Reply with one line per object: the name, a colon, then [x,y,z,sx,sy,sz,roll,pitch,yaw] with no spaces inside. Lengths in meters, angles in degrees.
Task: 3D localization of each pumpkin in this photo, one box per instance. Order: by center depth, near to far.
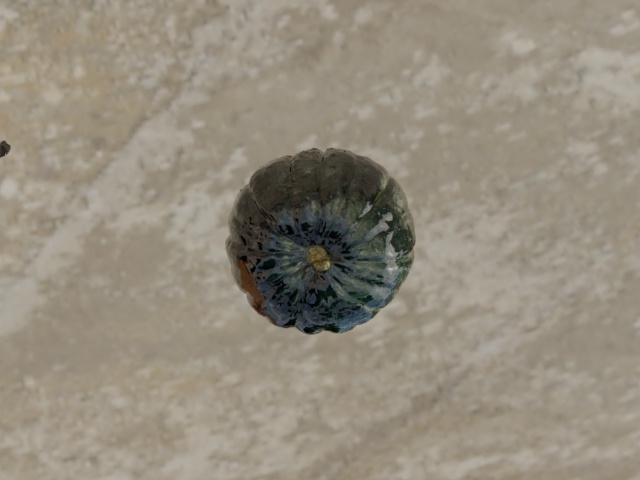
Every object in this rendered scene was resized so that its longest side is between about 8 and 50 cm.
pumpkin: [0.000,0.000,1.659,0.220,0.221,0.162,-21,-168,7]

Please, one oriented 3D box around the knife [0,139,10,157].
knife: [-0.360,-0.093,1.528,0.021,0.046,0.222,46,157,-24]
